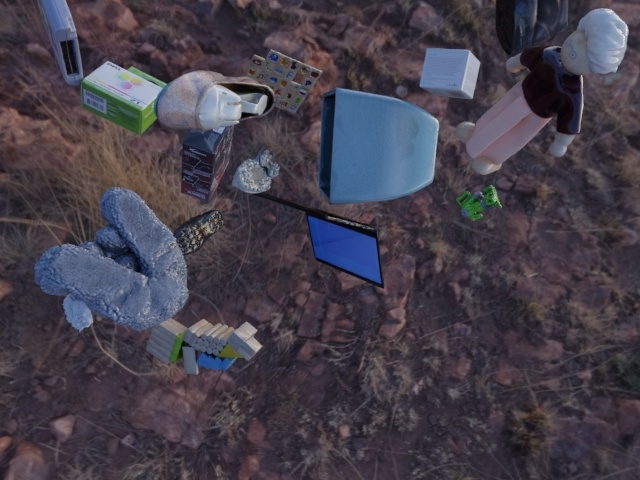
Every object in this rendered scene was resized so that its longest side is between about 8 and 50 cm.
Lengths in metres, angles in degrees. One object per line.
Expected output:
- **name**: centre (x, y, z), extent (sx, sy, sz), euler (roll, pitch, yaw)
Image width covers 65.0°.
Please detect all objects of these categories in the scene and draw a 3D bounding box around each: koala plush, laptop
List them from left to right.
- **koala plush**: centre (-0.339, 0.062, 0.820), extent (0.203, 0.221, 0.196), euler (45, 52, -19)
- **laptop**: centre (0.000, 0.000, 1.134), extent (0.264, 0.234, 0.137), euler (12, 96, -48)

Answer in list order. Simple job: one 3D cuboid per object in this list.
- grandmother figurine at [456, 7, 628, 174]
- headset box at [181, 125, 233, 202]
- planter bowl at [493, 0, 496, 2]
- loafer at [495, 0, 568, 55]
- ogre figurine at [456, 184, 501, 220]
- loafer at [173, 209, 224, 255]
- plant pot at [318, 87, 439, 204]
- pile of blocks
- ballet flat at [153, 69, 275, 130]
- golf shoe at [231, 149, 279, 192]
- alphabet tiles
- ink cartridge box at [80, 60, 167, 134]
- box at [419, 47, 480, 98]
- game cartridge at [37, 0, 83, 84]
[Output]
- **grandmother figurine**: centre (0.371, -0.240, 0.857), extent (0.104, 0.342, 0.208), euler (-19, 73, -26)
- **headset box**: centre (-0.387, -0.290, 1.725), extent (0.110, 0.293, 0.218), euler (20, 55, -4)
- **planter bowl**: centre (0.267, -0.353, 0.526), extent (0.217, 0.217, 0.090), euler (-32, 51, -22)
- **loafer**: centre (0.189, -0.244, 0.427), extent (0.061, 0.170, 0.062), euler (-14, 57, 5)
- **ogre figurine**: centre (0.515, -0.126, 1.634), extent (0.097, 0.118, 0.197), euler (51, 26, -24)
- **loafer**: centre (-0.346, -0.017, 1.355), extent (0.223, 0.078, 0.076), euler (-49, 123, -54)
- **plant pot**: centre (0.135, -0.221, 1.190), extent (0.252, 0.248, 0.247), euler (1, 103, -7)
- **pile of blocks**: centre (-0.325, 0.300, 1.460), extent (0.361, 0.112, 0.149), euler (4, 103, 20)
- **ballet flat**: centre (-0.181, -0.269, 0.972), extent (0.106, 0.108, 0.316), euler (23, 30, 15)
- **golf shoe**: centre (-0.140, -0.118, 0.979), extent (0.086, 0.176, 0.069), euler (-28, 100, 19)
- **alphabet tiles**: centre (-0.143, -0.540, 1.708), extent (0.237, 0.198, 0.009), euler (13, 50, -30)
- **ink cartridge box**: centre (-0.550, -0.454, 1.491), extent (0.188, 0.097, 0.255), euler (26, 49, -2)
- **box**: centre (0.292, -0.375, 1.131), extent (0.101, 0.101, 0.087), euler (16, 101, 29)
- **game cartridge**: centre (-0.664, -0.546, 1.270), extent (0.060, 0.294, 0.196), euler (-17, 86, -23)
